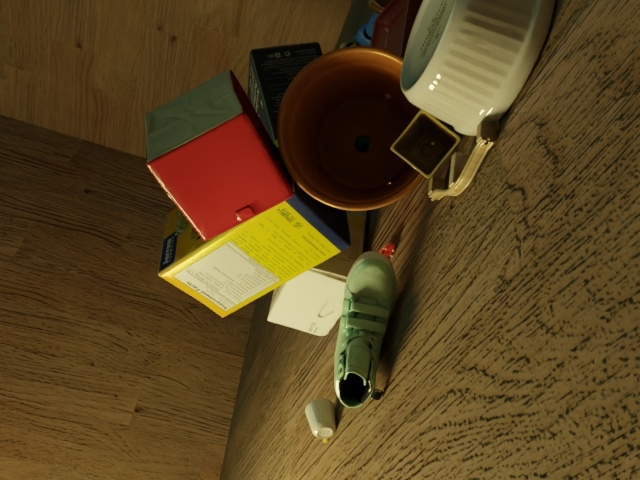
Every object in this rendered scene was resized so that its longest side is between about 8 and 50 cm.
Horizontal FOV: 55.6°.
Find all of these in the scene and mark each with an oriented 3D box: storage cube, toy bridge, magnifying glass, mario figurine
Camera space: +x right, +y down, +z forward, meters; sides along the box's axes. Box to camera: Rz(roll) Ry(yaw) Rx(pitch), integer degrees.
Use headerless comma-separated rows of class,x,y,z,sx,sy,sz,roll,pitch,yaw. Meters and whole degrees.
storage cube,-0.187,-0.152,1.092,0.193,0.215,0.184,61,-174,-40
toy bridge,0.210,-0.103,0.921,0.188,0.026,0.063,123,160,-62
magnifying glass,0.108,-0.268,1.760,0.231,0.026,0.092,116,166,-48
mario figurine,0.117,-0.588,1.765,0.320,0.198,0.170,124,146,-49

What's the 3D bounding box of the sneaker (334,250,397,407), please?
sneaker,0.079,0.155,1.019,0.151,0.094,0.256,-85,4,-72

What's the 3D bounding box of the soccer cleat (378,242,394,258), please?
soccer cleat,0.122,0.029,1.185,0.035,0.029,0.083,-91,14,-47

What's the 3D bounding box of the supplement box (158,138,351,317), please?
supplement box,-0.141,-0.025,1.286,0.356,0.194,0.195,-30,41,22

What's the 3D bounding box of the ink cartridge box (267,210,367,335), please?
ink cartridge box,0.000,0.000,1.520,0.279,0.160,0.385,118,165,-51

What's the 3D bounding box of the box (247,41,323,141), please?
box,-0.073,-0.327,1.796,0.293,0.212,0.395,112,144,-67

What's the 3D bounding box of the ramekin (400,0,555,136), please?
ramekin,0.218,-0.302,0.903,0.273,0.127,0.273,-164,90,-80

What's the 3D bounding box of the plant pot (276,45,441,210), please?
plant pot,0.076,-0.200,1.164,0.203,0.291,0.291,-11,-62,-83

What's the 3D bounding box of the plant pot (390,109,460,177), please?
plant pot,0.175,-0.154,1.006,0.081,0.081,0.083,-51,-9,7

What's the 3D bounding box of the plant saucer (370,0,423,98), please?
plant saucer,0.162,-0.410,1.367,0.258,0.047,0.259,-177,96,-78

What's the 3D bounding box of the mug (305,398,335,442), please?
mug,0.008,0.368,1.226,0.062,0.078,0.064,-37,31,13
